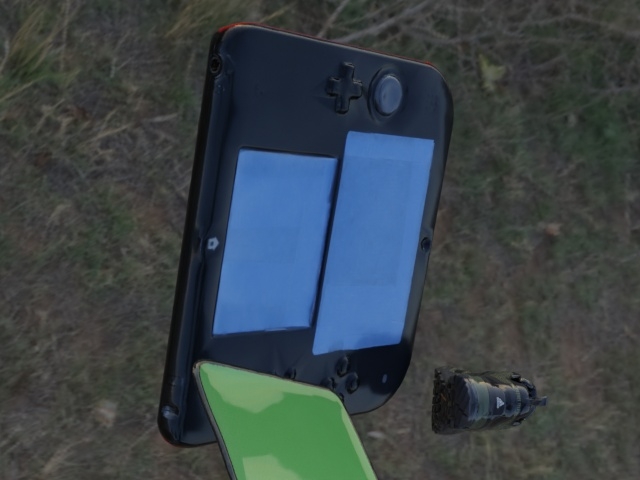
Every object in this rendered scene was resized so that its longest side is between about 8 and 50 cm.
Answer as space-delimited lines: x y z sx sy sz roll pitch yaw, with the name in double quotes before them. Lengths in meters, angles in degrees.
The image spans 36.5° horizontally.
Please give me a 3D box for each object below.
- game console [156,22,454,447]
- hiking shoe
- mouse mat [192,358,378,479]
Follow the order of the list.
"game console" 0.000 0.000 0.966 0.342 0.060 0.386 -1 103 -52
"hiking shoe" 0.197 0.197 1.162 0.114 0.227 0.086 4 85 -2
"mouse mat" 0.002 0.158 0.571 0.152 0.007 0.189 23 35 -50
